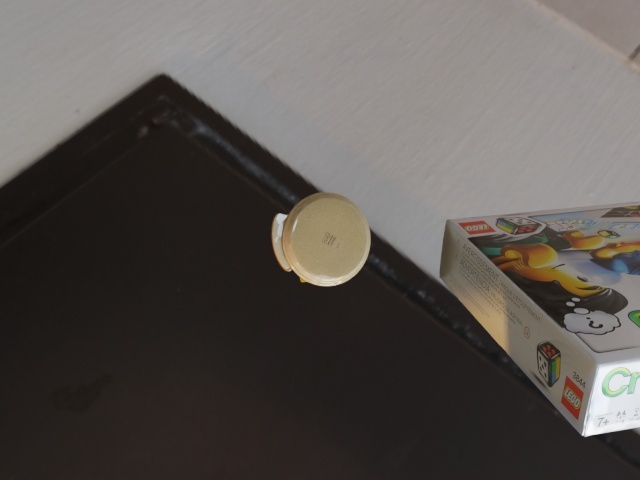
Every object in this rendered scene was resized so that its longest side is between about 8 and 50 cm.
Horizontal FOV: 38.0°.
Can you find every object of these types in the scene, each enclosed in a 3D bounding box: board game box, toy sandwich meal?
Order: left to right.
[{"bbox_3d":[0.000,0.000,0.768,0.085,0.085,0.029,53,164,-11],"label":"toy sandwich meal"},{"bbox_3d":[0.257,0.032,0.608,0.193,0.305,0.053,-126,34,-59],"label":"board game box"}]
